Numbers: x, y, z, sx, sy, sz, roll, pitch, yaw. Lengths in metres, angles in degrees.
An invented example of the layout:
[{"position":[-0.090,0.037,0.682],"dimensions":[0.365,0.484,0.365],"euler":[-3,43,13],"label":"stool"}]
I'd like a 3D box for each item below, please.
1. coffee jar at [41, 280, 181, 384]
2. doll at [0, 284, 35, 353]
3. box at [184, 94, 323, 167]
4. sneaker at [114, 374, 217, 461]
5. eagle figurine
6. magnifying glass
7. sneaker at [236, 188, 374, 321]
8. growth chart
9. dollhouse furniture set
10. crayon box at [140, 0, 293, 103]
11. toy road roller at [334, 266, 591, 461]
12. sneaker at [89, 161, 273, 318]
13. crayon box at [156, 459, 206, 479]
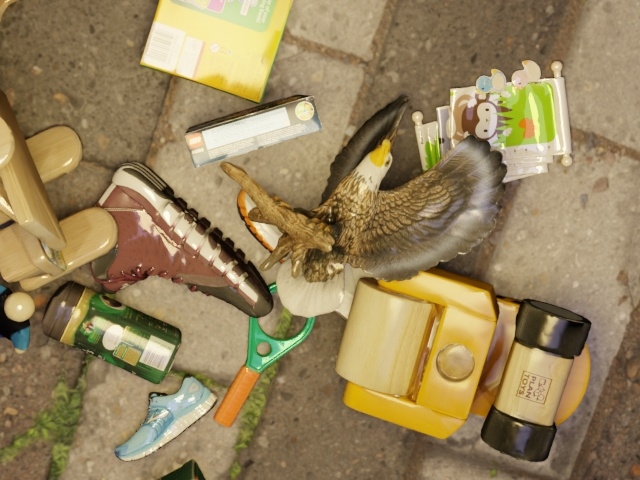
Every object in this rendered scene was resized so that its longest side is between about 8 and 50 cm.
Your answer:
[{"position":[-0.285,0.123,1.483],"dimensions":[0.184,0.096,0.079],"euler":[26,94,-10],"label":"coffee jar"},{"position":[-0.419,0.089,1.416],"dimensions":[0.046,0.189,0.129],"euler":[-35,104,-30],"label":"doll"},{"position":[-0.089,-0.142,1.382],"dimensions":[0.159,0.233,0.044],"euler":[-18,99,-3],"label":"box"},{"position":[-0.227,0.250,1.543],"dimensions":[0.162,0.063,0.073],"euler":[-37,85,-3],"label":"sneaker"},{"position":[0.063,-0.054,1.376],"dimensions":[0.298,0.225,0.226],"euler":[-23,92,-42],"label":"eagle figurine"},{"position":[-0.085,0.161,1.553],"dimensions":[0.092,0.026,0.231],"euler":[28,95,-11],"label":"magnifying glass"},{"position":[0.000,0.000,1.502],"dimensions":[0.262,0.099,0.121],"euler":[43,86,-20],"label":"sneaker"},{"position":[0.243,-0.151,1.530],"dimensions":[0.237,0.021,0.172],"euler":[-18,102,-4],"label":"growth chart"},{"position":[-0.364,-0.189,1.292],"dimensions":[0.256,0.362,0.394],"euler":[-26,74,0],"label":"dollhouse furniture set"},{"position":[-0.116,-0.335,1.419],"dimensions":[0.165,0.081,0.278],"euler":[17,98,-10],"label":"crayon box"},{"position":[0.201,0.150,1.493],"dimensions":[0.329,0.240,0.202],"euler":[17,98,8],"label":"toy road roller"},{"position":[-0.207,0.039,1.482],"dimensions":[0.281,0.106,0.162],"euler":[44,99,-2],"label":"sneaker"},{"position":[-0.195,0.505,1.577],"dimensions":[0.202,0.081,0.318],"euler":[-28,103,-1],"label":"crayon box"}]
